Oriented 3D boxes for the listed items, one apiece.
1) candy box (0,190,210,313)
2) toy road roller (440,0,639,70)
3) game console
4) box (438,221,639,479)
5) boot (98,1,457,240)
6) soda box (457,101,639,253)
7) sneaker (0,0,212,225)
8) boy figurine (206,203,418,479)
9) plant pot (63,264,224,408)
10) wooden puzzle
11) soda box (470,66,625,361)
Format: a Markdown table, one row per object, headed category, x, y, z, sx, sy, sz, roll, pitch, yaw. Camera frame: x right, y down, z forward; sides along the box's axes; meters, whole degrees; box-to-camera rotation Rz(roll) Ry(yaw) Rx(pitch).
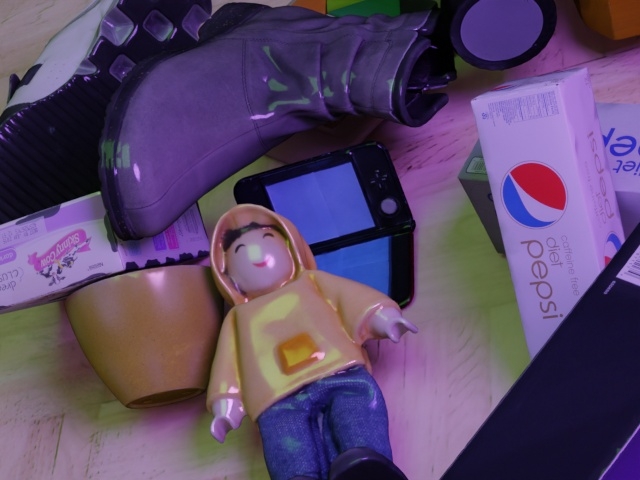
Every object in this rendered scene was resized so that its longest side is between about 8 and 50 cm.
| category | x | y | z | sx | sy | sz | roll | pitch | yaw |
| --- | --- | --- | --- | --- | --- | --- | --- | --- | --- |
| candy box | -0.208 | 0.009 | 1.502 | 0.165 | 0.196 | 0.070 | -17 | 88 | 18 |
| toy road roller | 0.215 | -0.308 | 1.449 | 0.330 | 0.240 | 0.202 | -12 | 44 | 2 |
| game console | 0.000 | 0.000 | 1.457 | 0.144 | 0.124 | 0.085 | -15 | 18 | 20 |
| box | 0.200 | 0.144 | 1.113 | 0.103 | 0.184 | 0.261 | 24 | 67 | 42 |
| boot | -0.025 | -0.115 | 1.442 | 0.223 | 0.118 | 0.338 | 4 | 37 | 24 |
| soda box | 0.255 | -0.038 | 1.315 | 0.286 | 0.098 | 0.091 | 7 | 53 | 36 |
| sneaker | -0.245 | -0.133 | 1.732 | 0.330 | 0.122 | 0.146 | -51 | 26 | -17 |
| boy figurine | -0.012 | 0.085 | 1.354 | 0.177 | 0.092 | 0.285 | -25 | 53 | 10 |
| plant pot | -0.138 | 0.085 | 1.443 | 0.134 | 0.134 | 0.095 | -17 | 76 | 19 |
| wooden puzzle | 0.011 | -0.179 | 1.645 | 0.221 | 0.044 | 0.238 | 24 | 67 | 44 |
| soda box | 0.174 | -0.010 | 1.252 | 0.069 | 0.216 | 0.074 | -8 | 11 | 27 |
